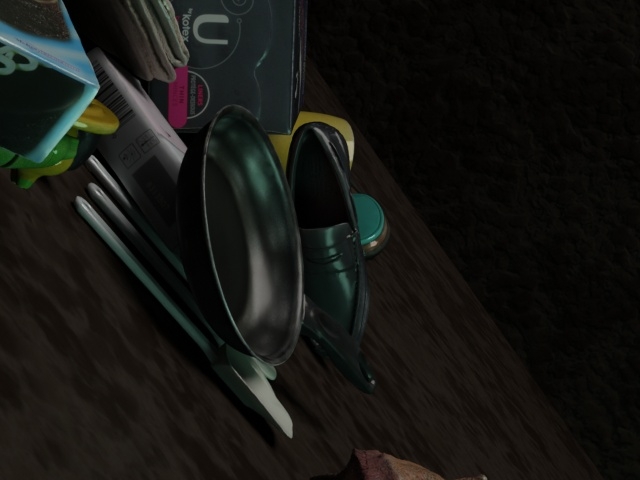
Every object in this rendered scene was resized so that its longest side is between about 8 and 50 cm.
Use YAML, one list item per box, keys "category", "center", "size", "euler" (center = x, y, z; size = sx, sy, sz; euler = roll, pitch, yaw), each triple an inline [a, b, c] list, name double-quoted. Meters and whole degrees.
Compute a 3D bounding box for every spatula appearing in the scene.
- category: "spatula"
  center: [-0.102, 0.039, 1.424]
  size: [0.242, 0.019, 0.168]
  euler: [51, 9, -15]

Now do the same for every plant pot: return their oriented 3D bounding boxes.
- category: "plant pot"
  center: [-0.041, -0.083, 1.965]
  size: [0.095, 0.134, 0.134]
  euler: [22, 23, -27]

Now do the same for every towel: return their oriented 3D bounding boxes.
- category: "towel"
  center: [-0.205, -0.249, 1.585]
  size: [0.282, 0.049, 0.187]
  euler: [38, -25, 50]

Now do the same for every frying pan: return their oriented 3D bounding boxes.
- category: "frying pan"
  center: [-0.037, 0.009, 1.458]
  size: [0.326, 0.053, 0.197]
  euler: [29, 53, -68]

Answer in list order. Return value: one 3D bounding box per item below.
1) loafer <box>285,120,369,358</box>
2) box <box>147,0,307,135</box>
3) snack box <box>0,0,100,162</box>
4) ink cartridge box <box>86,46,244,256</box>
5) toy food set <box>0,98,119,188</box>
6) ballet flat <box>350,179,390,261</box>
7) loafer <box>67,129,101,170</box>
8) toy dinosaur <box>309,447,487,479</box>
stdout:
- category: "loafer"
  center: [0.000, 0.000, 1.749]
  size: [0.078, 0.076, 0.223]
  euler: [15, 69, -78]
- category: "box"
  center: [-0.089, -0.200, 1.852]
  size: [0.270, 0.143, 0.165]
  euler: [-82, 174, -80]
- category: "snack box"
  center: [-0.270, -0.167, 0.913]
  size: [0.322, 0.060, 0.187]
  euler: [25, 23, -36]
- category: "ink cartridge box"
  center: [-0.109, -0.046, 1.573]
  size: [0.189, 0.066, 0.232]
  euler: [52, 11, 25]
- category: "toy food set"
  center: [-0.217, -0.077, 1.057]
  size: [0.218, 0.071, 0.128]
  euler: [18, 13, -47]
- category: "ballet flat"
  center: [0.012, -0.024, 2.058]
  size: [0.280, 0.095, 0.096]
  euler: [-119, -157, -57]
- category: "loafer"
  center: [-0.221, -0.107, 1.277]
  size: [0.061, 0.062, 0.170]
  euler: [31, -12, 40]
- category: "toy dinosaur"
  center: [0.061, 0.213, 1.269]
  size: [0.200, 0.127, 0.296]
  euler: [35, 13, -44]
